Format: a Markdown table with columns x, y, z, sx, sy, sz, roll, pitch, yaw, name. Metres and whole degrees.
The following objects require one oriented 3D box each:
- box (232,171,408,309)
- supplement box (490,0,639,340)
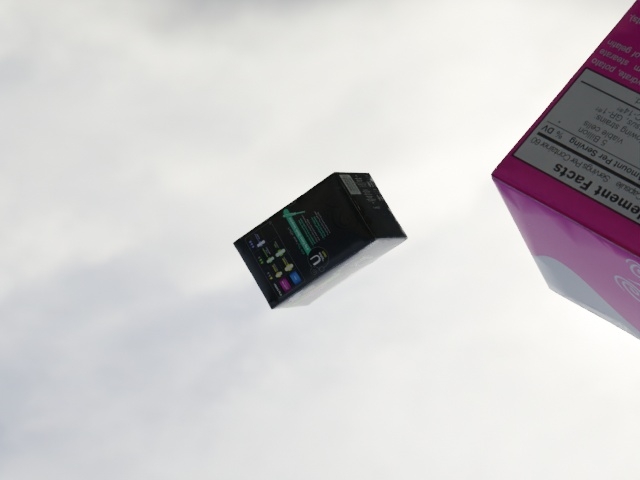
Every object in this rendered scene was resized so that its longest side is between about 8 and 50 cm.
| x | y | z | sx | sy | sz | roll | pitch | yaw | name |
| --- | --- | --- | --- | --- | --- | --- | --- | --- | --- |
| 0.000 | 0.000 | 1.229 | 0.052 | 0.083 | 0.062 | 59 | -160 | 11 | box |
| 0.201 | -0.061 | 0.950 | 0.114 | 0.111 | 0.220 | 33 | -103 | 36 | supplement box |
